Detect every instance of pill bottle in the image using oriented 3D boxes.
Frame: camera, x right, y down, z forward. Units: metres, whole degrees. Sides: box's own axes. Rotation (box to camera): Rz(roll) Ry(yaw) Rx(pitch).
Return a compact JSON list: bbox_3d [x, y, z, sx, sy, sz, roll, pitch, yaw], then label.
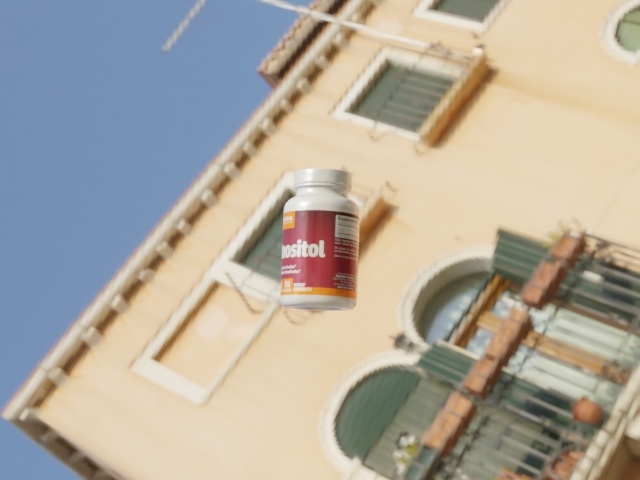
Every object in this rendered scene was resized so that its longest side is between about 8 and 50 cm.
[{"bbox_3d":[0.000,0.000,1.306,0.086,0.086,0.151,12,-103,-52],"label":"pill bottle"}]
